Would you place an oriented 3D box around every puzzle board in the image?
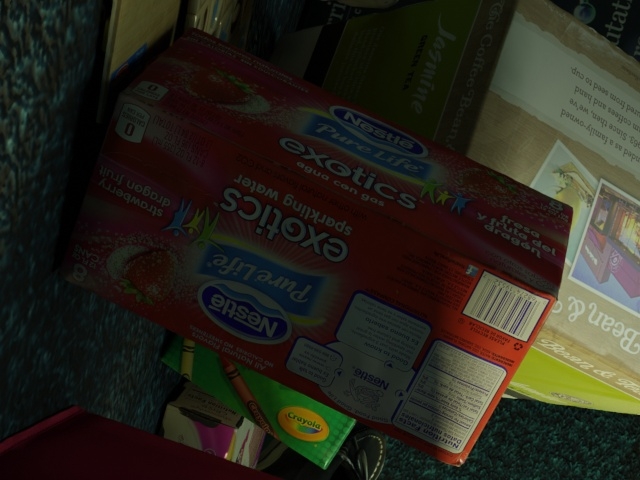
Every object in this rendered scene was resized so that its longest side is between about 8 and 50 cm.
[{"bbox_3d":[-0.095,-0.132,0.773,0.128,0.011,0.096,-60,168,-58],"label":"puzzle board"}]

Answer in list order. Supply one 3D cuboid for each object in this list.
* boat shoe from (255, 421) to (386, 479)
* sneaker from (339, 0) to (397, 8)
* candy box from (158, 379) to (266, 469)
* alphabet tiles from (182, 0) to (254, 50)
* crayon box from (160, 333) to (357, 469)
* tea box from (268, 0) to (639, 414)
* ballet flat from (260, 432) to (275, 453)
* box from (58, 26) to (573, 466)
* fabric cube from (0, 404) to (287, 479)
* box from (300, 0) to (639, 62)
[{"bbox_3d":[-0.015,0.318,1.620,0.500,0.156,0.186,-15,121,-67],"label":"boat shoe"},{"bbox_3d":[0.024,-0.216,1.000,0.232,0.115,0.090,-51,156,-84],"label":"sneaker"},{"bbox_3d":[-0.102,0.193,1.342,0.233,0.071,0.159,-52,160,-70],"label":"candy box"},{"bbox_3d":[-0.056,-0.185,0.895,0.198,0.009,0.237,-69,174,-55],"label":"alphabet tiles"},{"bbox_3d":[-0.023,0.096,1.253,0.081,0.165,0.278,-58,176,10],"label":"crayon box"},{"bbox_3d":[0.137,-0.015,1.105,0.324,0.329,0.219,2,-111,56],"label":"tea box"},{"bbox_3d":[-0.077,0.236,1.756,0.068,0.072,0.213,-42,-167,37],"label":"ballet flat"},{"bbox_3d":[0.000,0.000,0.790,0.122,0.257,0.128,-61,176,-61],"label":"box"},{"bbox_3d":[-0.096,0.271,0.793,0.254,0.258,0.259,-28,135,-82],"label":"fabric cube"},{"bbox_3d":[0.211,-0.231,1.333,0.212,0.396,0.293,38,70,-82],"label":"box"}]
